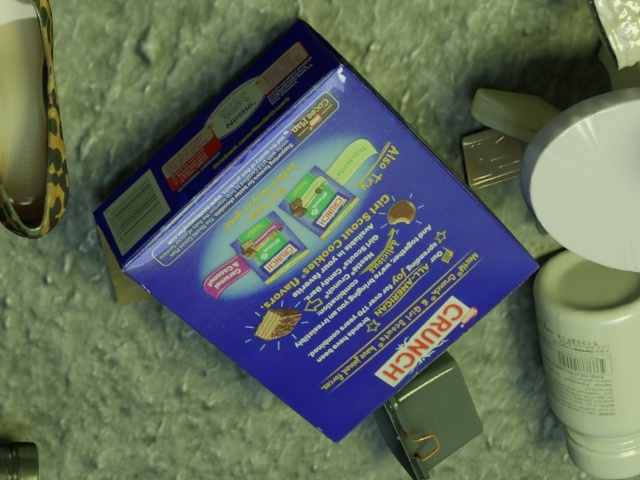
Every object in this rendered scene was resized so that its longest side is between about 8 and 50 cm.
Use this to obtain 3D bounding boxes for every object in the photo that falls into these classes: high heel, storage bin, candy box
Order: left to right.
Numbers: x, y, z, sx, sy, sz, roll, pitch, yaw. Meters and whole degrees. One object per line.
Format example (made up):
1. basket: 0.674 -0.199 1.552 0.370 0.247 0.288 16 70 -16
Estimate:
1. high heel: -0.253 -0.137 1.429 0.093 0.186 0.261 -13 125 -8
2. candy box: 0.000 0.000 1.629 0.268 0.122 0.317 -42 124 7
3. storage bin: 0.108 0.172 1.806 0.091 0.098 0.135 -31 126 -8

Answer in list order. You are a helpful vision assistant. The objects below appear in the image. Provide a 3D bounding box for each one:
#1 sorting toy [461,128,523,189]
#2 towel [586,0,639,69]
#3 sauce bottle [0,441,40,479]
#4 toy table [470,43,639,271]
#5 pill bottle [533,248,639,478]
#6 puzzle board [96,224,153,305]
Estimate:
1. sorting toy: 0.178 -0.086 1.698 0.083 0.012 0.062 -18 128 -5
2. towel: 0.288 -0.308 1.504 0.187 0.049 0.282 -23 103 1
3. sauce bottle: -0.439 0.221 1.658 0.344 0.111 0.111 5 121 -18
4. toy table: 0.284 -0.082 1.632 0.274 0.161 0.252 17 112 -29
5. pill bottle: 0.292 0.127 1.801 0.131 0.131 0.229 -16 125 -6
6. puzzle board: -0.139 0.006 1.667 0.128 0.011 0.096 -16 124 -7
